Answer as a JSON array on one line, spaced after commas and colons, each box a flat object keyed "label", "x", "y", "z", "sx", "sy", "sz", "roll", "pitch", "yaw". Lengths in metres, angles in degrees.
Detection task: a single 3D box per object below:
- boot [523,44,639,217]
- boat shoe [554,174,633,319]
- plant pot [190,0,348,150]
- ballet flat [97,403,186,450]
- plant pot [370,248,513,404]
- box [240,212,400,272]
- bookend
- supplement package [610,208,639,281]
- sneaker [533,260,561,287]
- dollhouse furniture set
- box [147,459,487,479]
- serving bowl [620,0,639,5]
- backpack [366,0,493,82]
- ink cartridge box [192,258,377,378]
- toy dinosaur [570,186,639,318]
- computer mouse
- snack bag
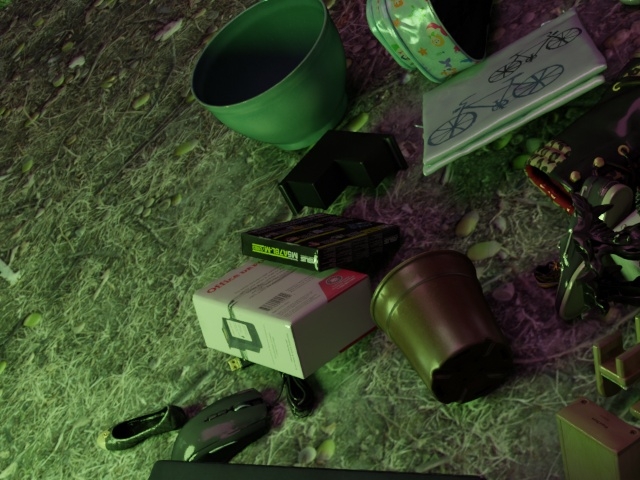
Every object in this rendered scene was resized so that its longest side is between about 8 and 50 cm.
[{"label": "boot", "x": 0.476, "y": -0.128, "z": 1.662, "sx": 0.284, "sy": 0.138, "sz": 0.377, "roll": -41, "pitch": 34, "yaw": -3}, {"label": "boat shoe", "x": 0.360, "y": 0.009, "z": 1.618, "sx": 0.065, "sy": 0.075, "sz": 0.206, "roll": 37, "pitch": 118, "yaw": 43}, {"label": "plant pot", "x": -0.067, "y": -0.294, "z": 2.220, "sx": 0.293, "sy": 0.196, "sz": 0.293, "roll": -22, "pitch": 42, "yaw": 21}, {"label": "ballet flat", "x": -0.298, "y": 0.301, "z": 1.945, "sx": 0.173, "sy": 0.049, "sz": 0.057, "roll": -22, "pitch": 41, "yaw": 21}, {"label": "plant pot", "x": 0.177, "y": 0.129, "z": 1.653, "sx": 0.167, "sy": 0.167, "sz": 0.165, "roll": -34, "pitch": 47, "yaw": 7}, {"label": "box", "x": 0.000, "y": 0.000, "z": 1.915, "sx": 0.184, "sy": 0.045, "sz": 0.190, "roll": 14, "pitch": 21, "yaw": 43}, {"label": "bookend", "x": 0.039, "y": -0.111, "z": 2.035, "sx": 0.157, "sy": 0.072, "sz": 0.156, "roll": 9, "pitch": 48, "yaw": 44}, {"label": "supplement package", "x": 0.471, "y": 0.037, "z": 1.533, "sx": 0.105, "sy": 0.105, "sz": 0.179, "roll": -40, "pitch": 39, "yaw": -1}, {"label": "sneaker", "x": 0.342, "y": 0.045, "z": 1.686, "sx": 0.083, "sy": 0.035, "sz": 0.031, "roll": -16, "pitch": 45, "yaw": 27}, {"label": "dollhouse furniture set", "x": 0.409, "y": 0.227, "z": 1.411, "sx": 0.242, "sy": 0.161, "sz": 0.212, "roll": -29, "pitch": 34, "yaw": -22}, {"label": "box", "x": -0.020, "y": 0.522, "z": 1.316, "sx": 0.479, "sy": 0.297, "sz": 0.472, "roll": -6, "pitch": 52, "yaw": 36}, {"label": "serving bowl", "x": 0.537, "y": -0.422, "z": 1.989, "sx": 0.083, "sy": 0.027, "sz": 0.083, "roll": -22, "pitch": 42, "yaw": 22}, {"label": "backpack", "x": 0.196, "y": -0.406, "z": 2.091, "sx": 0.191, "sy": 0.225, "sz": 0.253, "roll": -25, "pitch": 37, "yaw": 29}, {"label": "ink cartridge box", "x": -0.056, "y": 0.110, "z": 1.848, "sx": 0.172, "sy": 0.100, "sz": 0.237, "roll": -31, "pitch": 29, "yaw": -36}, {"label": "toy dinosaur", "x": 0.415, "y": 0.010, "z": 1.412, "sx": 0.218, "sy": 0.164, "sz": 0.322, "roll": -3, "pitch": 27, "yaw": 17}, {"label": "computer mouse", "x": -0.144, "y": 0.252, "z": 1.860, "sx": 0.262, "sy": 0.060, "sz": 0.184, "roll": -32, "pitch": 40, "yaw": 9}, {"label": "snack bag", "x": 0.302, "y": -0.249, "z": 1.944, "sx": 0.323, "sy": 0.037, "sz": 0.342, "roll": -29, "pitch": 21, "yaw": 16}]
